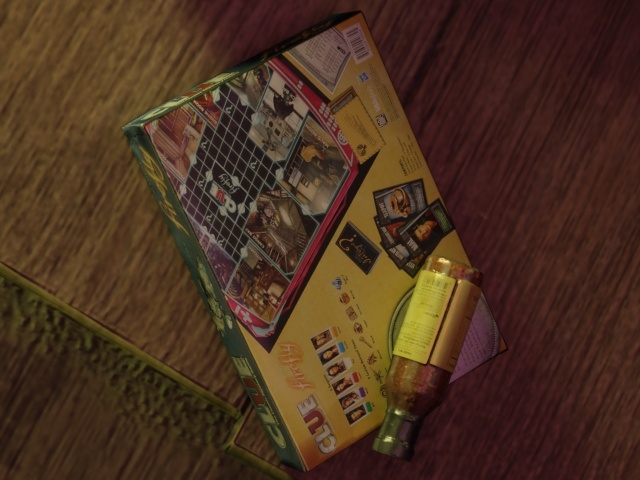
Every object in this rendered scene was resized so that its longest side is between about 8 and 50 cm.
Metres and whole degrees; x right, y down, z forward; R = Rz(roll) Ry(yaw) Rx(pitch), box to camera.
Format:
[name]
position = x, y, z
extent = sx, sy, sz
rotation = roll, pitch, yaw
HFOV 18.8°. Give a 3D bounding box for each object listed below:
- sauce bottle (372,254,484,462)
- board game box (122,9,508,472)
[sauce bottle]
position = 0.064, 0.074, 1.207
extent = 0.042, 0.042, 0.128
rotation = 24, 84, -24
[board game box]
position = 0.000, 0.000, 1.220
extent = 0.165, 0.042, 0.243
rotation = -29, 104, -21
